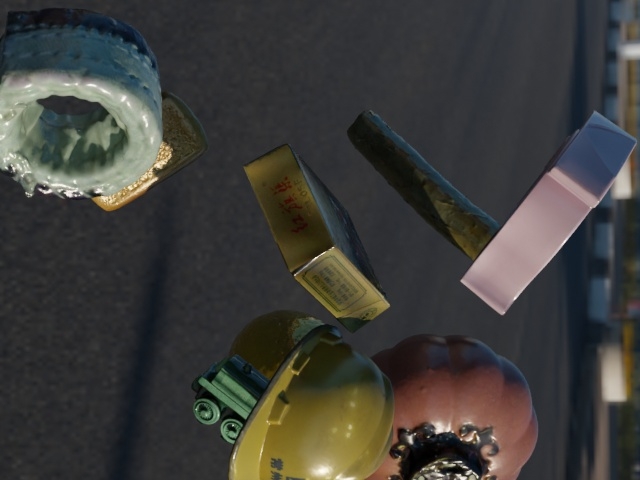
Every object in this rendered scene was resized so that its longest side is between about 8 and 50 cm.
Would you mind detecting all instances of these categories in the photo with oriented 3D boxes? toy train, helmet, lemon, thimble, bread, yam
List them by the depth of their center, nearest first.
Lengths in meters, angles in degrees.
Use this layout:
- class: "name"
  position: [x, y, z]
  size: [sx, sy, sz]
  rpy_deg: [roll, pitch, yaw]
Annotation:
- class: "helmet"
  position: [0.014, 0.232, 1.660]
  size: [0.257, 0.140, 0.205]
  rpy_deg: [-52, 152, -39]
- class: "thimble"
  position: [-0.313, -0.172, 1.700]
  size: [0.237, 0.237, 0.150]
  rpy_deg: [73, 7, -48]
- class: "toy train"
  position: [-0.089, 0.221, 1.817]
  size: [0.111, 0.170, 0.071]
  rpy_deg: [-55, 175, 25]
- class: "bread"
  position: [-0.266, -0.134, 2.008]
  size: [0.116, 0.200, 0.077]
  rpy_deg: [55, 10, -18]
- class: "yam"
  position: [0.176, -0.076, 2.197]
  size: [0.083, 0.371, 0.083]
  rpy_deg: [-33, 149, -23]
- class: "lemon"
  position: [-0.051, 0.244, 2.381]
  size: [0.236, 0.236, 0.263]
  rpy_deg: [53, 14, -67]

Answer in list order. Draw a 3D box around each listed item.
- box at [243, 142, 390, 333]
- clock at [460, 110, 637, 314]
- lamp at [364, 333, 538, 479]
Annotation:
- class: "box"
  position: [0.000, 0.000, 1.654]
  size: [0.159, 0.071, 0.240]
  rpy_deg: [64, 7, 26]
- class: "clock"
  position: [0.318, -0.052, 1.869]
  size: [0.275, 0.080, 0.290]
  rpy_deg: [-55, 174, 36]
- class: "lamp"
  position: [0.180, 0.291, 2.065]
  size: [0.239, 0.306, 0.305]
  rpy_deg: [-92, 173, -55]
